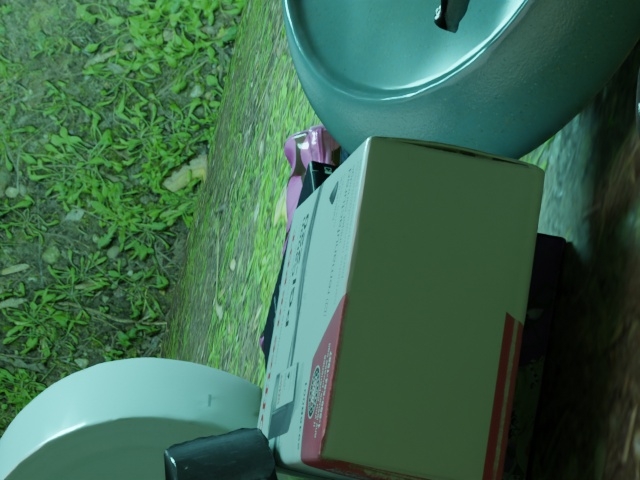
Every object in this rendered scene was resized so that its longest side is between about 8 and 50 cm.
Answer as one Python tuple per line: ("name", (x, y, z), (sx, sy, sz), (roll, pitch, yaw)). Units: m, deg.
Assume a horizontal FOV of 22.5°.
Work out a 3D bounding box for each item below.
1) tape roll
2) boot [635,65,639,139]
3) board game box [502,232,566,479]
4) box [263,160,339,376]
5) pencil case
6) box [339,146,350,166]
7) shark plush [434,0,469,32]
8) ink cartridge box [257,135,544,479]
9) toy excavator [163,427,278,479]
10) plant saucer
("tape roll", (-0.142, 0.242, 1.349), (0.100, 0.286, 0.286), (-98, 21, -65))
("boot", (0.161, -0.157, 0.547), (0.207, 0.090, 0.249), (155, 121, -76))
("board game box", (0.063, 0.170, 0.926), (0.208, 0.056, 0.347), (168, 113, -76))
("box", (0.020, 0.051, 1.165), (0.156, 0.093, 0.158), (-97, 21, -61))
("pencil case", (0.000, 0.000, 1.364), (0.098, 0.095, 0.209), (48, -139, -56))
("box", (0.055, -0.156, 1.137), (0.159, 0.044, 0.233), (94, -172, -45))
("shark plush", (0.093, -0.166, 0.740), (0.161, 0.067, 0.073), (-55, -18, 17))
("ink cartridge box", (0.032, 0.047, 0.832), (0.218, 0.092, 0.159), (135, 145, -77))
("toy excavator", (-0.095, 0.386, 0.858), (0.433, 0.222, 0.445), (99, 158, -58))
("plant saucer", (0.071, -0.188, 0.855), (0.317, 0.043, 0.318), (-24, 59, 47))
